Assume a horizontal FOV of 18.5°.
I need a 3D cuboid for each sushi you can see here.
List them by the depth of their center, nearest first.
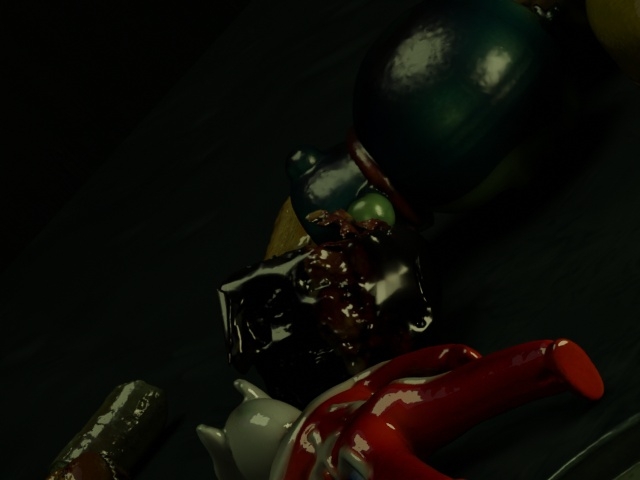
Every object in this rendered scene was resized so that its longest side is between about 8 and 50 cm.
[{"bbox_3d":[0.020,0.052,1.578,0.150,0.153,0.172,-16,-21,17],"label":"sushi"}]

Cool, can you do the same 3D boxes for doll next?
[{"bbox_3d":[0.032,0.147,1.392,0.188,0.099,0.384,-49,21,-25],"label":"doll"},{"bbox_3d":[0.097,-0.092,1.723,0.322,0.186,0.198,-45,13,10],"label":"doll"}]

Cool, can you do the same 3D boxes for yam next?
[{"bbox_3d":[-0.211,0.205,1.960,0.146,0.070,0.070,-51,15,-24],"label":"yam"}]

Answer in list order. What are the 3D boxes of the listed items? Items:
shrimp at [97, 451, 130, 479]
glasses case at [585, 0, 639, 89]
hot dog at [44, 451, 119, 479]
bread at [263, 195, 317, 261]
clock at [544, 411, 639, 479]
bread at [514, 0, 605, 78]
[{"bbox_3d":[-0.234,0.297,1.761,0.222,0.054,0.290,-43,21,3],"label":"shrimp"},{"bbox_3d":[0.312,-0.227,1.592,0.173,0.141,0.371,-36,15,32],"label":"glasses case"},{"bbox_3d":[-0.231,0.262,1.680,0.108,0.059,0.191,-25,33,42],"label":"hot dog"},{"bbox_3d":[0.000,0.000,1.935,0.114,0.083,0.211,-43,12,27],"label":"bread"},{"bbox_3d":[0.157,0.181,0.983,0.280,0.055,0.280,-41,13,12],"label":"clock"},{"bbox_3d":[0.238,-0.253,1.876,0.274,0.149,0.274,-40,10,8],"label":"bread"}]
